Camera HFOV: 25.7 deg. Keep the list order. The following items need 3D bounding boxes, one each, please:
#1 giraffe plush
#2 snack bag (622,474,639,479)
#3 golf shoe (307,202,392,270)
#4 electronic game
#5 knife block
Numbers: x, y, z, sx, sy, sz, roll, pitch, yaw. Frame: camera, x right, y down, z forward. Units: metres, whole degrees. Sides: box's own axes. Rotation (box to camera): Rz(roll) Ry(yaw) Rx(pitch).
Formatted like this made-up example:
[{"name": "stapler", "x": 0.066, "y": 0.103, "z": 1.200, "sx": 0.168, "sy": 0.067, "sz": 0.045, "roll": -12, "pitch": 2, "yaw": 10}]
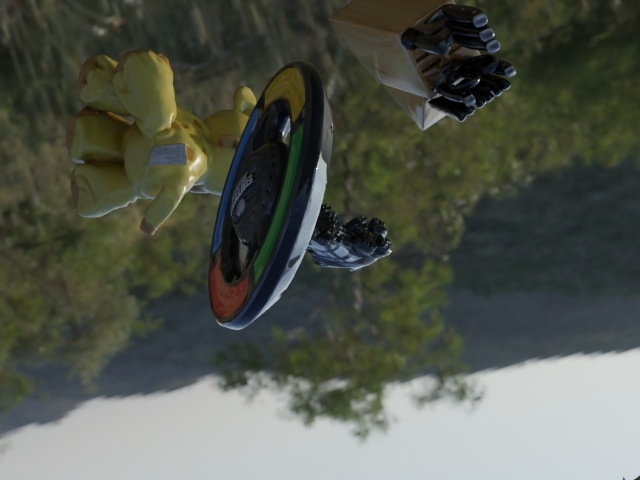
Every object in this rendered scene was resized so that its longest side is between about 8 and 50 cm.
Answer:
[{"name": "giraffe plush", "x": -0.134, "y": -0.096, "z": 1.419, "sx": 0.170, "sy": 0.181, "sz": 0.210, "roll": 0, "pitch": -162, "yaw": -44}, {"name": "snack bag", "x": 0.334, "y": 0.429, "z": 1.734, "sx": 0.343, "sy": 0.037, "sz": 0.323, "roll": -63, "pitch": 158, "yaw": 10}, {"name": "golf shoe", "x": 0.000, "y": 0.000, "z": 1.908, "sx": 0.198, "sy": 0.077, "sz": 0.094, "roll": 20, "pitch": 136, "yaw": -31}, {"name": "electronic game", "x": -0.047, "y": -0.038, "z": 1.162, "sx": 0.048, "sy": 0.229, "sz": 0.229, "roll": 16, "pitch": 163, "yaw": -18}, {"name": "knife block", "x": 0.121, "y": -0.256, "z": 1.720, "sx": 0.088, "sy": 0.276, "sz": 0.242, "roll": -35, "pitch": 159, "yaw": -12}]
